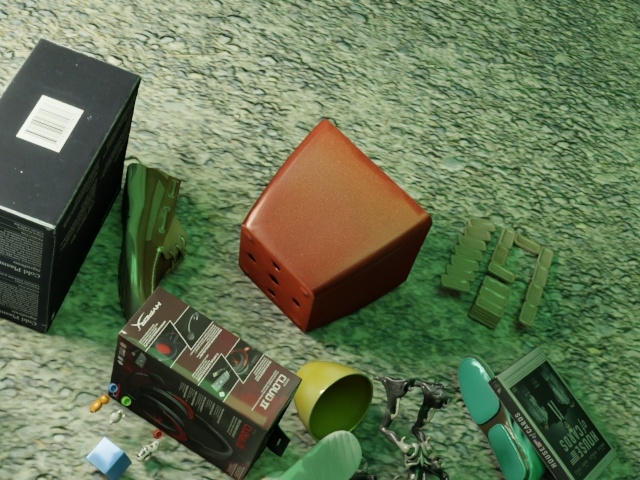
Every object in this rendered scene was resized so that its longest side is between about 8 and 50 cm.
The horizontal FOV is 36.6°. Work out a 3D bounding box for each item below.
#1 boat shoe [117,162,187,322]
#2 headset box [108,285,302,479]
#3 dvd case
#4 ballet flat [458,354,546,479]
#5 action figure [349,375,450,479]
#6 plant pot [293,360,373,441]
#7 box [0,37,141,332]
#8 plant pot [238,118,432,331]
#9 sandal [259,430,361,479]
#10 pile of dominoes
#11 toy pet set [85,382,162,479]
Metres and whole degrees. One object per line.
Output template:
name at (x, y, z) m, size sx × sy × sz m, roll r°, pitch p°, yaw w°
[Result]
boat shoe at (-0.288, 0.000, 1.689) m, size 0.116 × 0.123 × 0.324 m, roll 7°, pitch 56°, yaw -16°
headset box at (-0.172, 0.235, 1.496) m, size 0.293 × 0.218 × 0.110 m, roll 32°, pitch 54°, yaw 5°
dvd case at (0.409, 0.314, 1.696) m, size 0.179 × 0.029 × 0.239 m, roll -20°, pitch 70°, yaw -52°
ballet flat at (0.320, 0.316, 1.701) m, size 0.087 × 0.083 × 0.247 m, roll 7°, pitch 50°, yaw -44°
action figure at (0.135, 0.363, 1.564) m, size 0.164 × 0.141 × 0.276 m, roll 10°, pitch 79°, yaw -22°
plant pot at (0.007, 0.254, 1.612) m, size 0.134 × 0.134 × 0.095 m, roll -22°, pitch 38°, yaw -30°
box at (-0.450, -0.086, 1.572) m, size 0.178 × 0.312 × 0.343 m, roll 21°, pitch 51°, yaw -3°
plant pot at (0.000, 0.000, 1.710) m, size 0.235 × 0.267 × 0.267 m, roll -39°, pitch 74°, yaw -22°
sandal at (-0.046, 0.398, 1.510) m, size 0.265 × 0.076 × 0.102 m, roll -35°, pitch 95°, yaw -23°
pile of dominoes at (0.346, 0.065, 1.918) m, size 0.196 × 0.040 × 0.251 m, roll 28°, pitch 44°, yaw 3°
toy pet set at (-0.305, 0.300, 1.475) m, size 0.122 × 0.065 × 0.114 m, roll 48°, pitch 66°, yaw -17°
